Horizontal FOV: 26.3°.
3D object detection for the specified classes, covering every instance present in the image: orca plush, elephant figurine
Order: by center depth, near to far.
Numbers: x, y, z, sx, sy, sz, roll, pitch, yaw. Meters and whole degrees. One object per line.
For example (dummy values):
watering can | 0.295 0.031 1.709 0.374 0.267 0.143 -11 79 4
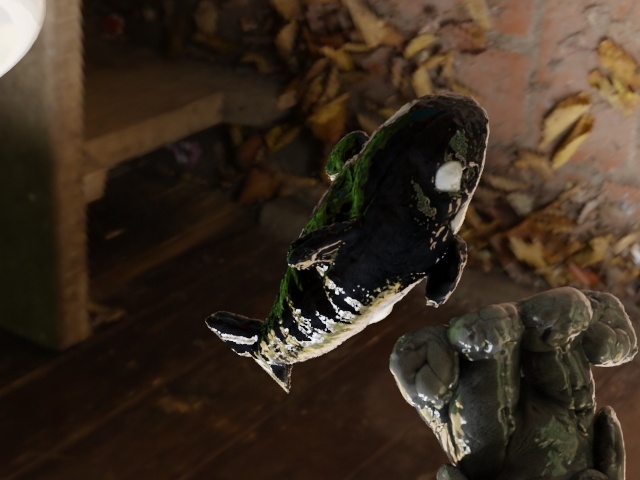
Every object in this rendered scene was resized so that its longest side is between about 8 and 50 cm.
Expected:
elephant figurine | 0.138 0.161 0.872 0.169 0.186 0.239 -20 81 26
orca plush | 0.000 0.000 0.988 0.287 0.102 0.151 -35 66 37

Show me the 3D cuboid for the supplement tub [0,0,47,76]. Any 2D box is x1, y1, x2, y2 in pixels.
supplement tub | -0.333 -0.258 0.896 0.235 0.235 0.324 -31 73 40
